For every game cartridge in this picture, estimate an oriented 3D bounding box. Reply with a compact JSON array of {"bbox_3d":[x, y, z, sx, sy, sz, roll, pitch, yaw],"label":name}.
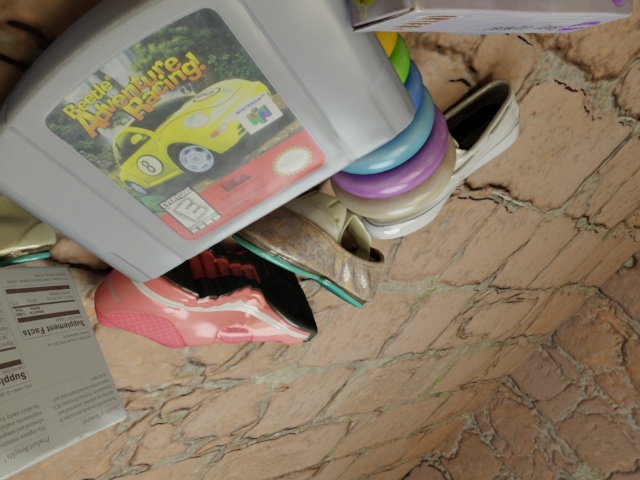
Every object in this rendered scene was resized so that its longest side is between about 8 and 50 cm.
[{"bbox_3d":[-0.095,-0.088,0.427,0.294,0.060,0.196,-30,132,14],"label":"game cartridge"}]

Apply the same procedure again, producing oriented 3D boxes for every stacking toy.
[{"bbox_3d":[0.028,-0.162,0.514,0.141,0.141,0.330,-36,142,-3],"label":"stacking toy"}]

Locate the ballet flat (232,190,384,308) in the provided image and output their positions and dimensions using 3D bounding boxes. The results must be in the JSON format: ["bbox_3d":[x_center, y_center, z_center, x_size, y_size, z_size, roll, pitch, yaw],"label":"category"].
[{"bbox_3d":[0.000,0.000,0.720,0.106,0.108,0.316,-60,152,-3],"label":"ballet flat"}]

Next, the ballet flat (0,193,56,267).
[{"bbox_3d":[-0.329,0.008,0.415,0.248,0.086,0.086,-20,144,-33],"label":"ballet flat"}]

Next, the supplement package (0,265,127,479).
[{"bbox_3d":[-0.304,0.124,0.378,0.204,0.145,0.262,-26,173,11],"label":"supplement package"}]

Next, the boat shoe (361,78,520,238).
[{"bbox_3d":[0.147,-0.110,0.726,0.258,0.095,0.084,-43,144,-11],"label":"boat shoe"}]

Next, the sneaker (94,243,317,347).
[{"bbox_3d":[-0.127,0.074,0.688,0.136,0.116,0.314,-35,146,21],"label":"sneaker"}]

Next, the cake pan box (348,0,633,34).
[{"bbox_3d":[0.125,-0.273,0.392,0.267,0.070,0.245,-13,105,-35],"label":"cake pan box"}]
